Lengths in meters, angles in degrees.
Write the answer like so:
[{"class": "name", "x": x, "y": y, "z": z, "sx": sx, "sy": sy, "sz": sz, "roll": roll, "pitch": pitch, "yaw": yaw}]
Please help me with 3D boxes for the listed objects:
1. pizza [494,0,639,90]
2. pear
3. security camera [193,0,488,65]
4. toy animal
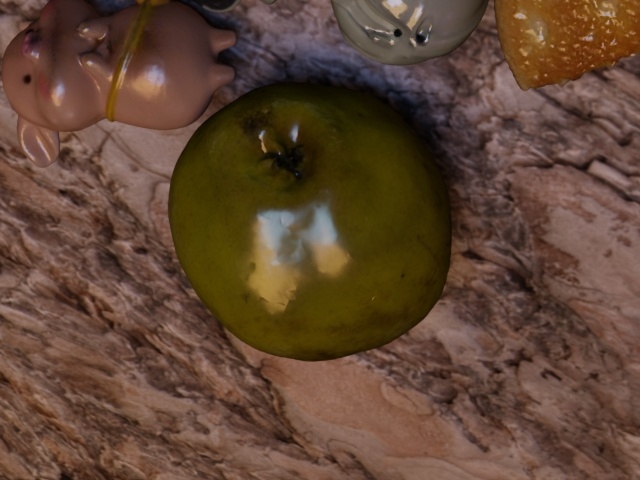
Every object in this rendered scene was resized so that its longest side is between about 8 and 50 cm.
[{"class": "pizza", "x": 0.279, "y": -0.253, "z": 1.494, "sx": 0.229, "sy": 0.081, "sz": 0.289, "roll": 17, "pitch": 131, "yaw": 13}, {"class": "pear", "x": 0.000, "y": 0.000, "z": 1.674, "sx": 0.287, "sy": 0.287, "sz": 0.375, "roll": 1, "pitch": 144, "yaw": 18}, {"class": "security camera", "x": 0.032, "y": -0.276, "z": 1.490, "sx": 0.277, "sy": 0.191, "sz": 0.197, "roll": 28, "pitch": 132, "yaw": -7}, {"class": "toy animal", "x": -0.210, "y": -0.185, "z": 1.666, "sx": 0.248, "sy": 0.165, "sz": 0.149, "roll": -4, "pitch": 150, "yaw": 13}]
